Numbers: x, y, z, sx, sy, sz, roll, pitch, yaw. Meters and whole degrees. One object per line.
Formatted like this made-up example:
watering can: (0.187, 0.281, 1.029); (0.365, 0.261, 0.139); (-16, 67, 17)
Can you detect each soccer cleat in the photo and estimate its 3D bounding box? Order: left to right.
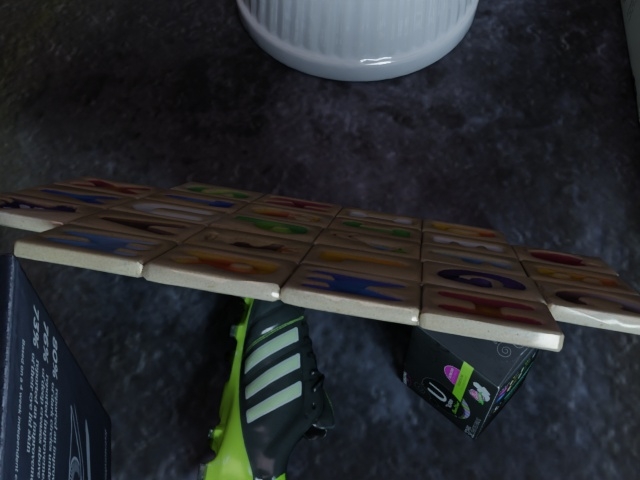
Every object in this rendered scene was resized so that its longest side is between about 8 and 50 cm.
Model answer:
soccer cleat: (-0.025, 0.083, 0.547); (0.072, 0.060, 0.178); (12, 64, -4)

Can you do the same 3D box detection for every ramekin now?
ramekin: (0.031, -0.240, 0.716); (0.207, 0.109, 0.207); (0, 58, -1)

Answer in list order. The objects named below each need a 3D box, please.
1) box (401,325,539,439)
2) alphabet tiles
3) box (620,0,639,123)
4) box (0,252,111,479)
box: (0.090, 0.069, 0.535); (0.062, 0.083, 0.052); (37, 65, 21)
alphabet tiles: (0.000, 0.000, 0.498); (0.343, 0.285, 0.011); (10, 99, 6)
box: (0.296, -0.112, 0.646); (0.113, 0.094, 0.275); (4, 58, 3)
box: (-0.172, 0.125, 0.426); (0.108, 0.207, 0.153); (-7, 57, -4)
